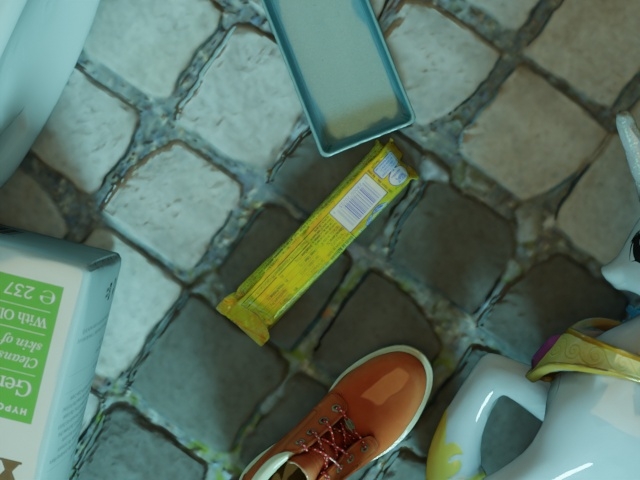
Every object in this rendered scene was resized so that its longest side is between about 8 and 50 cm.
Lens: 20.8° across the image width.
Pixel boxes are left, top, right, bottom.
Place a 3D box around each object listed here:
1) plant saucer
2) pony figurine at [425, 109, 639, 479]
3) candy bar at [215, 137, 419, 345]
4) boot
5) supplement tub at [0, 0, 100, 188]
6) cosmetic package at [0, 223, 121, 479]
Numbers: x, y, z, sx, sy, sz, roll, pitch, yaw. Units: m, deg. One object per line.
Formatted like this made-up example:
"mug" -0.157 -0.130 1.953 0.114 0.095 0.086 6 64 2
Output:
"plant saucer" -0.002 -0.155 1.138 0.067 0.018 0.192 -21 90 4
"pony figurine" 0.227 0.144 1.035 0.351 0.303 0.363 40 110 10
"candy bar" 0.000 0.000 1.144 0.040 0.018 0.161 43 94 -3
"boot" 0.011 0.129 1.117 0.158 0.084 0.059 -43 88 3
"supplement tub" -0.312 -0.178 1.047 0.324 0.235 0.235 25 94 2
"cosmetic package" -0.265 0.165 1.101 0.197 0.155 0.366 13 92 0
